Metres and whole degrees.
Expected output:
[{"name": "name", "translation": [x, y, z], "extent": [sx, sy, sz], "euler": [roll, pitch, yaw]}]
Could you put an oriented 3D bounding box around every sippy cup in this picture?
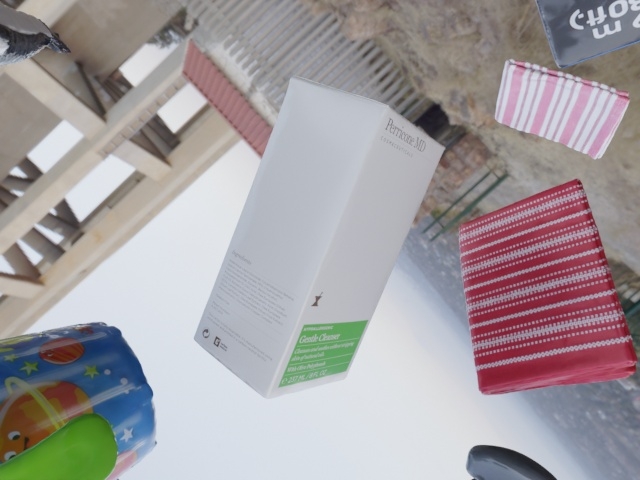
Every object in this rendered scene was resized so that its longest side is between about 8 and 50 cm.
[{"name": "sippy cup", "translation": [-0.305, 0.195, 0.524], "extent": [0.224, 0.240, 0.305], "euler": [-18, -140, -42]}]

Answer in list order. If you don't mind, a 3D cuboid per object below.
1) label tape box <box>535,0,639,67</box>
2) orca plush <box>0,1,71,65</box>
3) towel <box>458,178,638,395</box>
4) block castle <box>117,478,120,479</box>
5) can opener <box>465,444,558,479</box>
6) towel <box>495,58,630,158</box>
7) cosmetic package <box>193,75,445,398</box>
[{"name": "label tape box", "translation": [0.234, -0.205, 0.265], "extent": [0.333, 0.240, 0.106], "euler": [33, -128, -49]}, {"name": "orca plush", "translation": [-0.383, -0.216, 0.490], "extent": [0.151, 0.102, 0.287], "euler": [53, -170, -16]}, {"name": "towel", "translation": [0.291, 0.064, 0.693], "extent": [0.031, 0.199, 0.275], "euler": [31, -132, -38]}, {"name": "block castle", "translation": [-0.569, 0.571, 0.866], "extent": [0.213, 0.303, 0.453], "euler": [28, -165, 7]}, {"name": "can opener", "translation": [0.274, 0.314, 0.521], "extent": [0.283, 0.095, 0.076], "euler": [18, -159, 40]}, {"name": "towel", "translation": [0.387, -0.217, 0.838], "extent": [0.197, 0.029, 0.144], "euler": [27, 161, 23]}, {"name": "cosmetic package", "translation": [0.000, 0.000, 0.677], "extent": [0.155, 0.366, 0.197], "euler": [29, -169, 33]}]
